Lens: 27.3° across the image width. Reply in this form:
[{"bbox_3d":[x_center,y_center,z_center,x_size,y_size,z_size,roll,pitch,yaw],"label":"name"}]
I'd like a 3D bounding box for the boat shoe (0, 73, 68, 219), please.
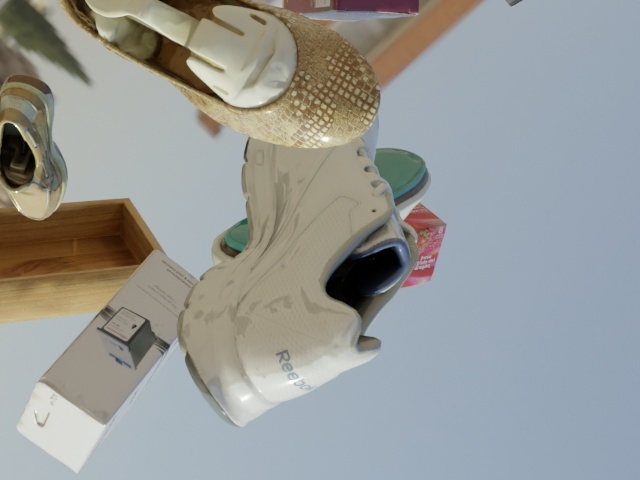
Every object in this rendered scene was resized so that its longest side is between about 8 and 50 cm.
[{"bbox_3d":[-0.291,-0.073,1.278,0.190,0.068,0.072,92,7,-52],"label":"boat shoe"}]

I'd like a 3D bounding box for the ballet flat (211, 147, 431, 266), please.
[{"bbox_3d":[0.000,0.000,1.550,0.139,0.139,0.400,-32,180,37],"label":"ballet flat"}]

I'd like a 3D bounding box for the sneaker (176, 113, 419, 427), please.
[{"bbox_3d":[0.010,-0.005,0.871,0.129,0.111,0.297,-15,-140,28],"label":"sneaker"}]

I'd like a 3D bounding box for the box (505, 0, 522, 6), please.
[{"bbox_3d":[0.287,-0.422,1.583,0.270,0.216,0.060,-28,-131,25],"label":"box"}]

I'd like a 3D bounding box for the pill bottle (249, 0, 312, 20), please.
[{"bbox_3d":[-0.118,-0.333,1.937,0.117,0.117,0.215,-50,-137,-13],"label":"pill bottle"}]

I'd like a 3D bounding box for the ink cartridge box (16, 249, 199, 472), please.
[{"bbox_3d":[-0.207,0.121,1.325,0.190,0.082,0.139,-54,-179,-36],"label":"ink cartridge box"}]

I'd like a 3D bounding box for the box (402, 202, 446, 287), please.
[{"bbox_3d":[0.063,0.007,2.169,0.128,0.257,0.122,43,-49,42],"label":"box"}]

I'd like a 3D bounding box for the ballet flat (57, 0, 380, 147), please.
[{"bbox_3d":[-0.065,-0.105,0.696,0.067,0.206,0.073,14,100,-63],"label":"ballet flat"}]

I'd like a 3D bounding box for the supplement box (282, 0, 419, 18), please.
[{"bbox_3d":[0.032,-0.301,1.540,0.188,0.104,0.080,-161,-109,-68],"label":"supplement box"}]

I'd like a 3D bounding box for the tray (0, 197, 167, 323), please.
[{"bbox_3d":[-0.435,0.034,1.844,0.203,0.411,0.076,50,-43,49],"label":"tray"}]
